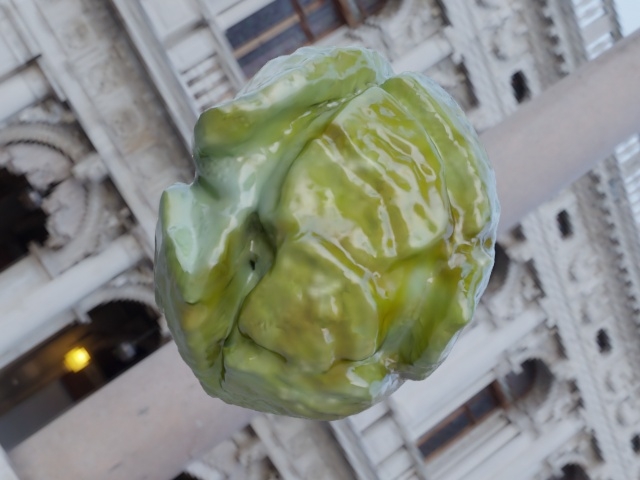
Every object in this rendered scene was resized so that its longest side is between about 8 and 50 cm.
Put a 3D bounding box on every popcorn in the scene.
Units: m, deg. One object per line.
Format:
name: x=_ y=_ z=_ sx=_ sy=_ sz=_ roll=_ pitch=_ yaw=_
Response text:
popcorn: x=0.003 y=0.005 z=0.826 sx=0.225 sy=0.276 sz=0.276 roll=44 pitch=-17 yaw=4
